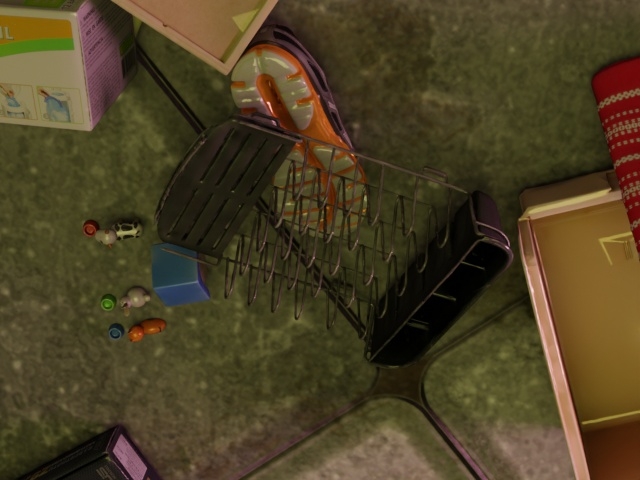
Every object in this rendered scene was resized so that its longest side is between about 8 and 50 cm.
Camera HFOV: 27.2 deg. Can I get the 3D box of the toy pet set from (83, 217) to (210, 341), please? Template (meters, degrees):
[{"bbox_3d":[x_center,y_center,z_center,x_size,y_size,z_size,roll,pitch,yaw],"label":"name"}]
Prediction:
[{"bbox_3d":[-0.159,0.042,1.208,0.114,0.065,0.122,-9,111,8],"label":"toy pet set"}]

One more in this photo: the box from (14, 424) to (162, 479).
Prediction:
[{"bbox_3d":[-0.215,0.322,1.328,0.183,0.059,0.233,-28,106,16],"label":"box"}]

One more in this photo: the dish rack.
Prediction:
[{"bbox_3d":[0.000,0.000,1.118,0.271,0.074,0.208,18,138,-17],"label":"dish rack"}]

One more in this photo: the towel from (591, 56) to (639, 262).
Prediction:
[{"bbox_3d":[0.337,-0.052,1.044,0.198,0.275,0.031,-14,147,10],"label":"towel"}]

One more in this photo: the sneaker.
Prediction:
[{"bbox_3d":[-0.011,-0.092,1.139,0.084,0.083,0.215,-11,128,13],"label":"sneaker"}]

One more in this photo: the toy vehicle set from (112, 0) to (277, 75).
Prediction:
[{"bbox_3d":[-0.067,-0.282,1.021,0.166,0.035,0.267,33,95,-29],"label":"toy vehicle set"}]

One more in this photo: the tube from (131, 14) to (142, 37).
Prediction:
[{"bbox_3d":[-0.145,-0.266,1.091,0.070,0.062,0.240,52,120,30],"label":"tube"}]

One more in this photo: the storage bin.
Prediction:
[{"bbox_3d":[0.323,0.063,1.144,0.262,0.123,0.260,-13,110,10],"label":"storage bin"}]

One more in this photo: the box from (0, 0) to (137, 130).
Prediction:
[{"bbox_3d":[-0.268,-0.167,1.088,0.203,0.114,0.103,6,123,12],"label":"box"}]
